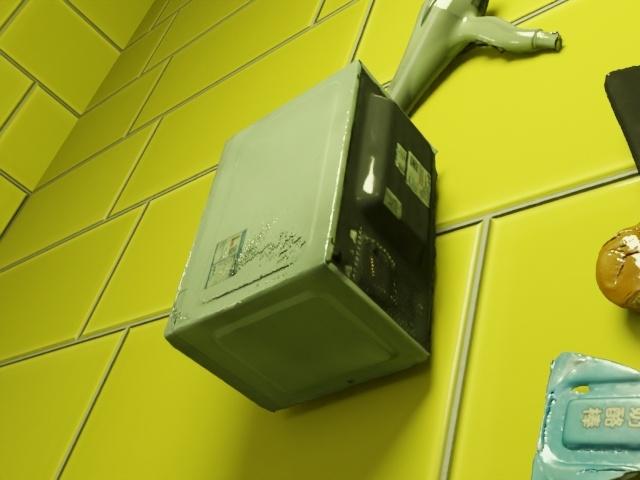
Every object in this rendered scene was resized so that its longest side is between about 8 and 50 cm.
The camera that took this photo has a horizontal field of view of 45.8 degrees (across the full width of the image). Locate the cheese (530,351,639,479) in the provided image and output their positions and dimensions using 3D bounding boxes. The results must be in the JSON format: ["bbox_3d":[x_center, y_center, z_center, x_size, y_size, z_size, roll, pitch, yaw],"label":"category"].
[{"bbox_3d":[0.248,0.115,0.476,0.244,0.052,0.135,-14,43,44],"label":"cheese"}]

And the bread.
[{"bbox_3d":[0.257,0.019,0.584,0.083,0.046,0.081,-15,46,41],"label":"bread"}]

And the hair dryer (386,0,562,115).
[{"bbox_3d":[0.172,-0.231,0.980,0.219,0.088,0.225,-45,44,18],"label":"hair dryer"}]

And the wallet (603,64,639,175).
[{"bbox_3d":[0.312,-0.080,0.603,0.124,0.025,0.244,-10,42,14],"label":"wallet"}]

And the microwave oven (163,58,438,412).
[{"bbox_3d":[0.000,0.000,0.801,0.237,0.181,0.295,-24,38,32],"label":"microwave oven"}]
